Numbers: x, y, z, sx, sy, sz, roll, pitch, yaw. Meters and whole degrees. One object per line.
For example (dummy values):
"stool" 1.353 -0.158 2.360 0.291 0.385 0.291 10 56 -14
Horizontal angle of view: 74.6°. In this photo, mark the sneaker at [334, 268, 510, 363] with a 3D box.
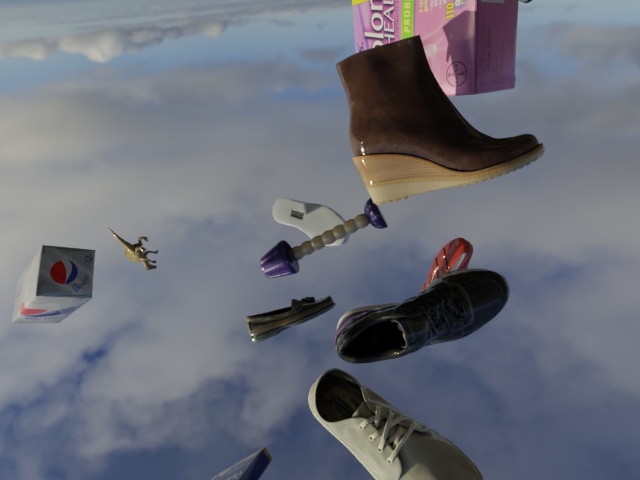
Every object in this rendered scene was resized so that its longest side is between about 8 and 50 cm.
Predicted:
"sneaker" 0.158 0.127 0.636 0.283 0.107 0.124 -22 177 6

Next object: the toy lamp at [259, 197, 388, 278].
"toy lamp" 0.000 0.000 0.871 0.274 0.080 0.080 -28 -151 10

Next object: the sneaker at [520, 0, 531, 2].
"sneaker" 0.153 -0.243 0.361 0.109 0.044 0.040 30 -164 -36

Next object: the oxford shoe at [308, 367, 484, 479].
"oxford shoe" 0.148 0.442 0.949 0.449 0.130 0.169 27 -124 30

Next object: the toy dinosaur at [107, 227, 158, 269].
"toy dinosaur" -0.543 0.028 1.229 0.092 0.183 0.053 -24 -149 24

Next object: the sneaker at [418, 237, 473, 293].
"sneaker" 0.287 0.097 0.862 0.128 0.221 0.087 18 -140 -3

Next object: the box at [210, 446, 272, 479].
"box" -0.186 0.475 0.769 0.136 0.037 0.225 -34 174 11

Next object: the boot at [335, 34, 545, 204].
"boot" 0.156 -0.172 0.559 0.248 0.207 0.090 -13 -174 7

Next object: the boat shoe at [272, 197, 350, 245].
"boat shoe" -0.011 -0.053 1.066 0.258 0.095 0.084 29 -165 39

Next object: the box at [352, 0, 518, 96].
"box" 0.177 -0.346 0.682 0.117 0.214 0.243 -20 -156 -34

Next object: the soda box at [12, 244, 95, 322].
"soda box" -0.544 0.099 0.848 0.091 0.098 0.286 10 156 -41

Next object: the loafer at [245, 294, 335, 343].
"loafer" -0.089 0.210 1.222 0.267 0.084 0.096 -24 175 -7
